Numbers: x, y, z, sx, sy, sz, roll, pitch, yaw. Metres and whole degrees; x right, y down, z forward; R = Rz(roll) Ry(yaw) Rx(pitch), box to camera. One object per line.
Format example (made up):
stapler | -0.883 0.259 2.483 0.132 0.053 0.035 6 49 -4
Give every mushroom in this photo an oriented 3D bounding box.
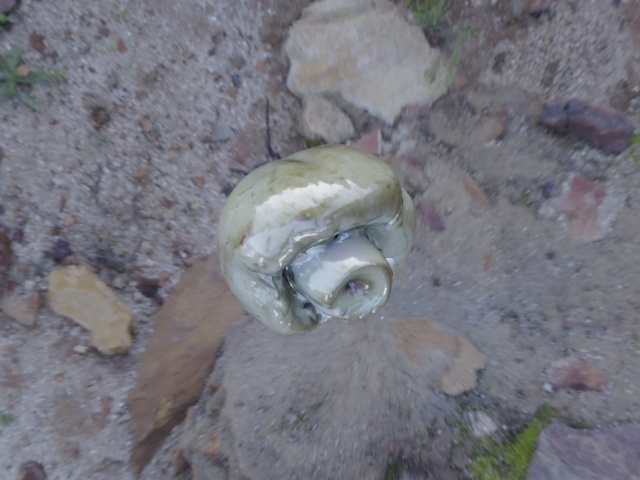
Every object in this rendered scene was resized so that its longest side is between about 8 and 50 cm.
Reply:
mushroom | 0.000 0.000 0.688 0.148 0.148 0.112 -36 47 0
